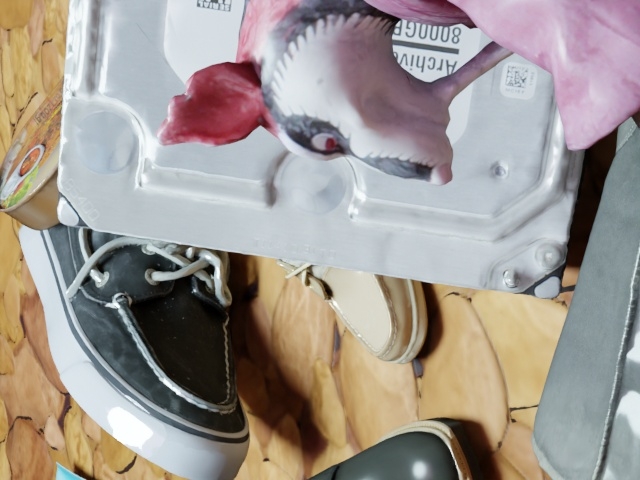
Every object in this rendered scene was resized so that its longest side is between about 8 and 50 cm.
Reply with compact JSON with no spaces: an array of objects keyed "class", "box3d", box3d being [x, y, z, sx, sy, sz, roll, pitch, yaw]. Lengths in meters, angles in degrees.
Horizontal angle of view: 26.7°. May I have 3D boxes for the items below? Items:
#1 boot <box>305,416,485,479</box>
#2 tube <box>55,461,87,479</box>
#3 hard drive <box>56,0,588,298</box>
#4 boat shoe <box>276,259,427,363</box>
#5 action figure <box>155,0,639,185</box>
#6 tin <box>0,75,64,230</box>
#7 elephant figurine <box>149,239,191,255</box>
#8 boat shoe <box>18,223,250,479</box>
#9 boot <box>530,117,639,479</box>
[{"class":"boot","box3d":[-0.015,0.160,0.721,0.198,0.137,0.076,-47,56,46]},{"class":"tube","box3d":[-0.202,0.289,1.090,0.080,0.052,0.207,13,99,43]},{"class":"hard drive","box3d":[0.014,-0.156,0.582,0.064,0.237,0.338,-62,-20,-73]},{"class":"boat shoe","box3d":[0.000,0.000,0.752,0.170,0.059,0.063,60,138,33]},{"class":"action figure","box3d":[0.094,-0.142,0.365,0.370,0.275,0.248,-34,37,8]},{"class":"tin","box3d":[-0.148,-0.088,0.900,0.189,0.040,0.106,-50,26,6]},{"class":"elephant figurine","box3d":[-0.063,-0.143,0.734,0.169,0.186,0.239,27,113,22]},{"class":"boat shoe","box3d":[-0.110,0.029,0.877,0.105,0.113,0.306,-59,32,17]},{"class":"boot","box3d":[0.156,0.024,0.517,0.189,0.076,0.208,-139,60,-63]}]
